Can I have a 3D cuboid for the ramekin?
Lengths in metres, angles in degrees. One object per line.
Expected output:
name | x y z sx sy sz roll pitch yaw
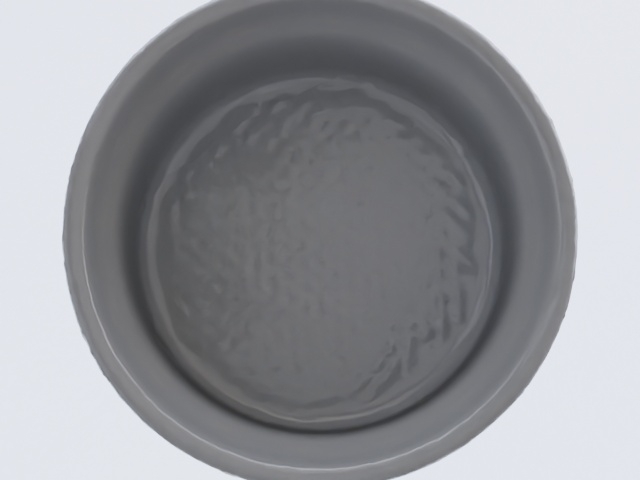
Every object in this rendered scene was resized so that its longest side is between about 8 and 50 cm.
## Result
ramekin | 0.000 0.000 0.847 0.277 0.135 0.277 0 -95 0
